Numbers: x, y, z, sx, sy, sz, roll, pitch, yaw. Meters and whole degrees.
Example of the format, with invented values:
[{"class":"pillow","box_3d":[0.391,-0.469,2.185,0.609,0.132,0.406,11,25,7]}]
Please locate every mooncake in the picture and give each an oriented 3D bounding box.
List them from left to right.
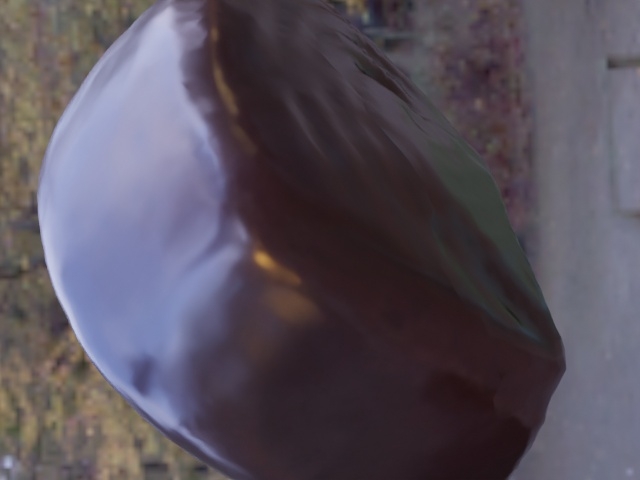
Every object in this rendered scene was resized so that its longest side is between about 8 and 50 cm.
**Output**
[{"class":"mooncake","box_3d":[0.000,0.000,0.907,0.174,0.334,0.326,-49,-7,21]}]
